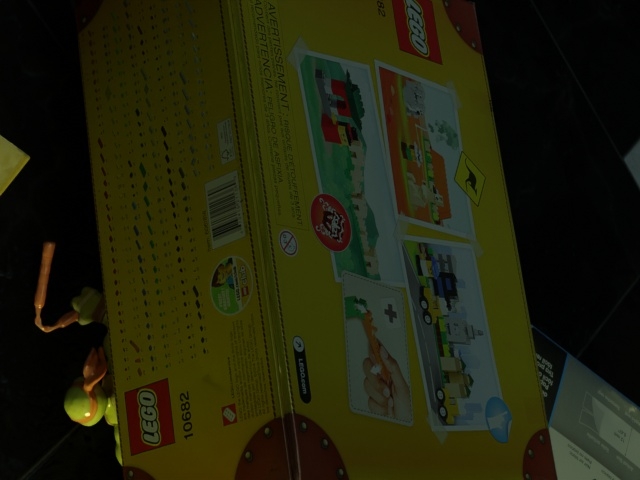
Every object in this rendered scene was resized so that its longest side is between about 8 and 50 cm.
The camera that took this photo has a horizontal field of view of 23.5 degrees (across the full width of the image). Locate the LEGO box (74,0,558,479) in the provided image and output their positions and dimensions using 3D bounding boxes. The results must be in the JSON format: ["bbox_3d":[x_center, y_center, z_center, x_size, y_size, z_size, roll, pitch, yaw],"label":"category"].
[{"bbox_3d":[0.000,0.000,1.369,0.372,0.193,0.500,11,65,-48],"label":"LEGO box"}]

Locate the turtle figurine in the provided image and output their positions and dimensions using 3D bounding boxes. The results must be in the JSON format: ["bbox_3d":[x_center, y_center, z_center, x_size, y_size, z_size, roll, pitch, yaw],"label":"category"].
[{"bbox_3d":[-0.148,0.124,1.359,0.217,0.087,0.269,-1,74,-45],"label":"turtle figurine"}]

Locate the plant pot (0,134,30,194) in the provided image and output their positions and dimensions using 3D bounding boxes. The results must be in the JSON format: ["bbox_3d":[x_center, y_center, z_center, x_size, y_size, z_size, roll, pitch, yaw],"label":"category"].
[{"bbox_3d":[-0.307,-0.056,1.276,0.081,0.081,0.083,38,69,-28],"label":"plant pot"}]

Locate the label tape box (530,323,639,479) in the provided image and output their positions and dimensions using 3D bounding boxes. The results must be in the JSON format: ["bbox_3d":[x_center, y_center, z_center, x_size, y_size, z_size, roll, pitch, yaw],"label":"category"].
[{"bbox_3d":[0.203,0.286,1.608,0.249,0.115,0.348,37,57,-28],"label":"label tape box"}]
